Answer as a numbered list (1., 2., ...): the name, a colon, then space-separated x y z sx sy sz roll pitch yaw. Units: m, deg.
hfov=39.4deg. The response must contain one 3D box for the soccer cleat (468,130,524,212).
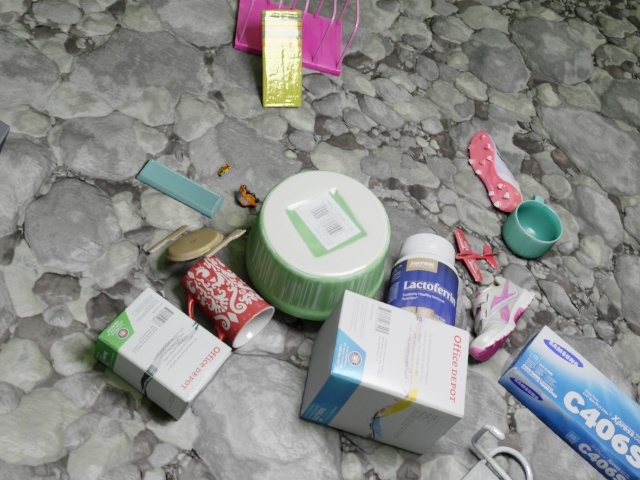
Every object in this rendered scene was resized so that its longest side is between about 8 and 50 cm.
1. soccer cleat: 0.457 -0.175 2.315 0.095 0.083 0.248 15 45 -41

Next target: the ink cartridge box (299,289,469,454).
1. ink cartridge box: 0.128 0.264 1.762 0.270 0.197 0.198 19 50 -8

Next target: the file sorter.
1. file sorter: -0.057 -0.596 2.332 0.291 0.182 0.202 12 51 -14

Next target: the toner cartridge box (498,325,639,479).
1. toner cartridge box: 0.575 0.363 1.959 0.348 0.075 0.165 41 49 10

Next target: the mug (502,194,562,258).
1. mug: 0.524 -0.026 2.211 0.158 0.097 0.129 -30 71 -37

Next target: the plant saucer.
1. plant saucer: -0.309 -0.118 1.980 0.192 0.018 0.067 29 50 -2

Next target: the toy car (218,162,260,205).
1. toy car: -0.187 -0.119 2.032 0.040 0.060 0.122 -44 53 4

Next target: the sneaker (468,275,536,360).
1. sneaker: 0.383 0.172 2.012 0.111 0.103 0.252 36 43 11

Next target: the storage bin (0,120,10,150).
1. storage bin: -0.694 -0.202 1.811 0.091 0.135 0.098 28 49 -14

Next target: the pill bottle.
1. pill bottle: 0.220 0.122 1.937 0.153 0.153 0.264 19 50 -9

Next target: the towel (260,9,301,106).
1. towel: -0.097 -0.450 2.214 0.102 0.021 0.237 -3 100 -17

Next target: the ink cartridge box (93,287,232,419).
1. ink cartridge box: -0.297 0.214 1.692 0.208 0.087 0.153 36 49 6

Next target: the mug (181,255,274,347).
1. mug: -0.202 0.125 1.786 0.169 0.113 0.150 44 49 16

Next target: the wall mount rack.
1. wall mount rack: 0.355 0.533 1.703 0.304 0.130 0.350 45 52 13

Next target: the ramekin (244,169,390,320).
1. ramekin: 0.000 0.000 1.850 0.303 0.148 0.303 5 57 -7

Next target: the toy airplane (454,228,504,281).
1. toy airplane: 0.372 0.036 2.145 0.151 0.028 0.151 12 53 -16

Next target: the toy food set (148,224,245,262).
1. toy food set: -0.252 0.016 1.837 0.132 0.192 0.038 -39 121 -39
